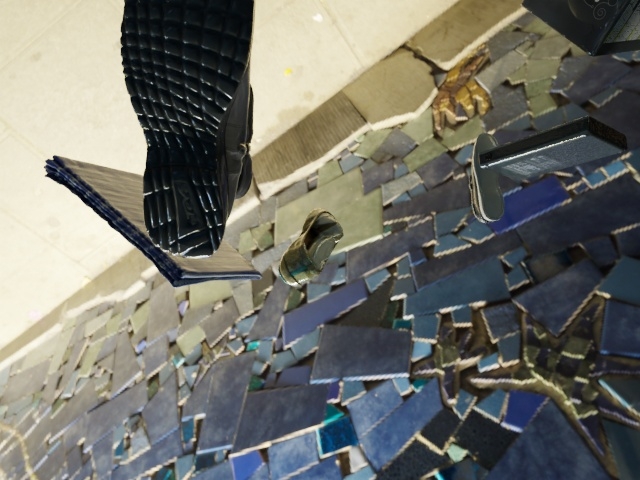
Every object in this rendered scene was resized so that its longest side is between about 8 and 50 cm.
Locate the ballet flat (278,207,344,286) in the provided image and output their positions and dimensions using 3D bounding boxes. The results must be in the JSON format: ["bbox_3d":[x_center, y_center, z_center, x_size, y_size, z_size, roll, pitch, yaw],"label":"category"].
[{"bbox_3d":[0.000,0.000,1.451,0.123,0.349,0.123,10,122,16],"label":"ballet flat"}]

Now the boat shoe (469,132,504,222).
[{"bbox_3d":[0.231,-0.087,0.764,0.046,0.038,0.125,-6,84,-13],"label":"boat shoe"}]

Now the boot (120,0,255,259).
[{"bbox_3d":[-0.124,-0.169,0.604,0.118,0.223,0.338,14,119,-2],"label":"boot"}]

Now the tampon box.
[{"bbox_3d":[0.346,-0.294,0.631,0.160,0.120,0.102,-16,145,-31],"label":"tampon box"}]

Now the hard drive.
[{"bbox_3d":[0.272,-0.104,0.640,0.094,0.022,0.135,8,166,-38],"label":"hard drive"}]

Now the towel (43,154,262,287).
[{"bbox_3d":[-0.277,-0.029,0.919,0.040,0.336,0.243,-57,160,11],"label":"towel"}]
